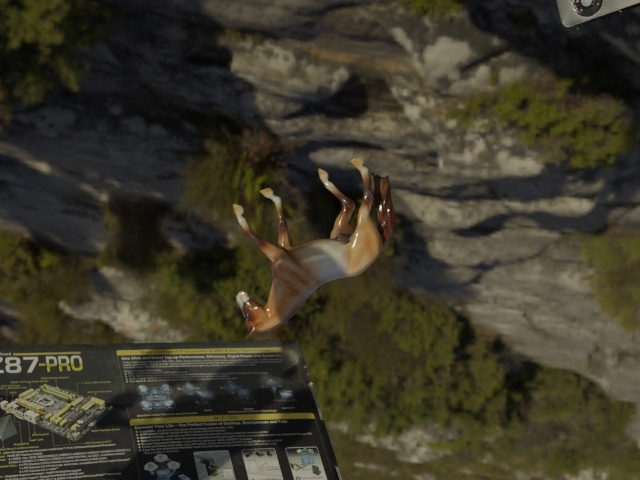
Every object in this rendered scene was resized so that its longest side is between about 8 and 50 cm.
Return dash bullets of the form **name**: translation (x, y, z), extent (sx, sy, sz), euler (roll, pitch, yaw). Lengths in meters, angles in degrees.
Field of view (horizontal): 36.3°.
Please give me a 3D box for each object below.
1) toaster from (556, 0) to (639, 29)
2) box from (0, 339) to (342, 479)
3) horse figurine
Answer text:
- **toaster**: translation (0.440, -0.383, 1.388), extent (0.168, 0.110, 0.185), euler (-12, -171, 39)
- **box**: translation (-0.176, 0.257, 1.074), extent (0.395, 0.318, 0.097), euler (1, 137, -24)
- **horse figurine**: translation (0.000, 0.000, 1.257), extent (0.263, 0.174, 0.066), euler (-23, -168, -20)
